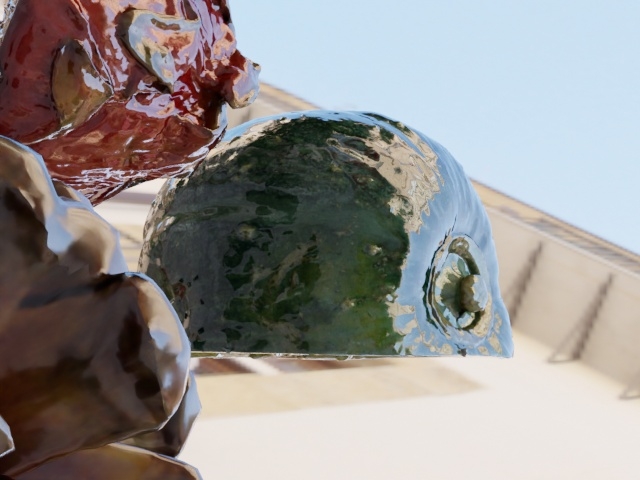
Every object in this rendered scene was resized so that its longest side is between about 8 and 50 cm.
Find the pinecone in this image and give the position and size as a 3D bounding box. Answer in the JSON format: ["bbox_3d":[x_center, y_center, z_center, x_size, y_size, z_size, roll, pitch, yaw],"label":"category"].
[{"bbox_3d":[-0.109,0.049,0.415,0.150,0.195,0.179,-35,-92,-7],"label":"pinecone"}]

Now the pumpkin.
[{"bbox_3d":[0.000,0.000,1.271,0.263,0.293,0.197,-6,-99,39],"label":"pumpkin"}]

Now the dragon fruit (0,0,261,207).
[{"bbox_3d":[-0.114,-0.098,0.911,0.218,0.148,0.224,-155,-95,-75],"label":"dragon fruit"}]
